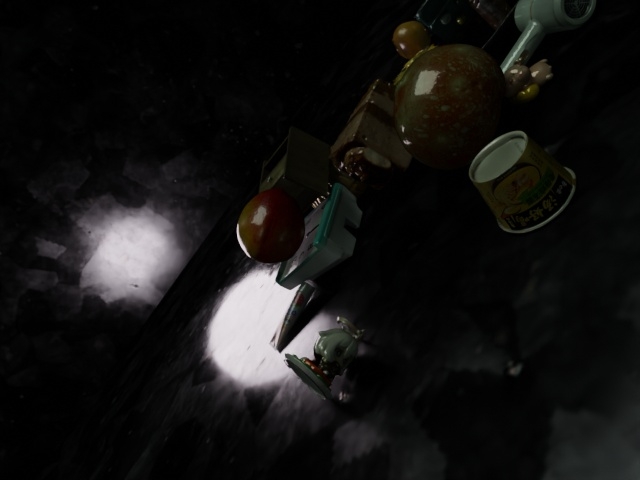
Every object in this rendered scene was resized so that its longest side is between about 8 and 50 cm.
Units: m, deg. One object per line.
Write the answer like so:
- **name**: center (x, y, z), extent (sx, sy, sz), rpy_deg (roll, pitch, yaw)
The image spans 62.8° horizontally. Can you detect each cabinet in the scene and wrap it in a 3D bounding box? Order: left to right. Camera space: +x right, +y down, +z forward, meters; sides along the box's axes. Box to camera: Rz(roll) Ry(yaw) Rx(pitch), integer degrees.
- **cabinet**: center (-0.081, -0.182, 1.523), extent (0.175, 0.148, 0.215), rpy_deg (-43, 33, 43)

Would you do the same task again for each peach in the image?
- **peach**: center (-0.125, -0.042, 1.388), extent (0.197, 0.197, 0.197), rpy_deg (-43, 21, 22)

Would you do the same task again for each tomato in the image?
- **tomato**: center (0.271, -0.300, 1.168), extent (0.270, 0.222, 0.270), rpy_deg (-165, 90, -81)

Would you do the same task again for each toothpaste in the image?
- **toothpaste**: center (-0.079, 0.201, 1.403), extent (0.195, 0.043, 0.067), rpy_deg (-59, 22, -5)

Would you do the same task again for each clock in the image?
- **clock**: center (0.000, 0.000, 1.484), extent (0.231, 0.116, 0.262), rpy_deg (-41, 21, 40)

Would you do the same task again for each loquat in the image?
- **loquat**: center (0.340, -0.750, 1.956), extent (0.141, 0.141, 0.141), rpy_deg (-43, 21, 22)

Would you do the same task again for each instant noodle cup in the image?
- **instant noodle cup**: center (0.335, -0.103, 0.896), extent (0.151, 0.122, 0.151), rpy_deg (-42, 25, 24)

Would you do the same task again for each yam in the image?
- **yam**: center (0.487, -0.653, 1.478), extent (0.079, 0.141, 0.079), rpy_deg (-45, 19, 20)

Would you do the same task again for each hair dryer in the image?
- **hair dryer**: center (0.474, -0.430, 1.229), extent (0.357, 0.107, 0.173), rpy_deg (-58, 17, 8)

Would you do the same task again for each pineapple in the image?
- **pineapple**: center (0.333, -0.567, 1.759), extent (0.225, 0.076, 0.225), rpy_deg (-41, 22, 20)

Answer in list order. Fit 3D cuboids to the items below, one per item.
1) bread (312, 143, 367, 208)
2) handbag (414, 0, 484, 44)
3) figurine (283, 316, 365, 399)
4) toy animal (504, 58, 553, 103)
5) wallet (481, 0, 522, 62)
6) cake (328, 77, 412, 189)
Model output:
- **bread**: center (0.054, -0.205, 1.648), extent (0.274, 0.149, 0.274), rpy_deg (-49, 21, 27)
- **handbag**: center (0.447, -0.735, 1.589), extent (0.274, 0.100, 0.269), rpy_deg (-5, -40, -55)
- **figurine**: center (0.018, 0.223, 1.059), extent (0.153, 0.132, 0.132), rpy_deg (-45, 17, -20)
- **toy animal**: center (0.443, -0.353, 1.145), extent (0.114, 0.082, 0.091), rpy_deg (-39, 23, 31)
- **wallet**: center (0.470, -0.520, 1.348), extent (0.244, 0.025, 0.124), rpy_deg (-49, -25, 10)
- **cake**: center (0.155, -0.262, 1.446), extent (0.293, 0.196, 0.198), rpy_deg (-66, 13, -22)
